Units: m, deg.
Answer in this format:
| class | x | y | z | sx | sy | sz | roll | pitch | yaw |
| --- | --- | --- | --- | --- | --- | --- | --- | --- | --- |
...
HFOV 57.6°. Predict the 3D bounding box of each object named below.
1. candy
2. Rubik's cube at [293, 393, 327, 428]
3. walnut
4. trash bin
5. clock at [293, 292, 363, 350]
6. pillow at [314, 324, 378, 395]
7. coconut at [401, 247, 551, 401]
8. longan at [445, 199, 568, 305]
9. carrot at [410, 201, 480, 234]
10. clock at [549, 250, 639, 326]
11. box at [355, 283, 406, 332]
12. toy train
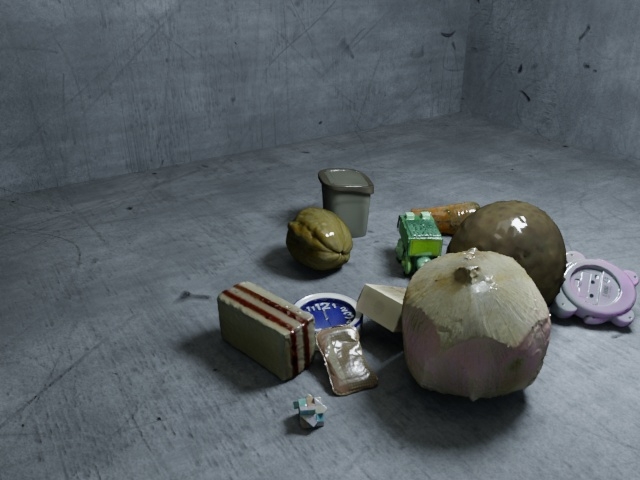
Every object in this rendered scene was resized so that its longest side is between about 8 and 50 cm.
| class | x | y | z | sx | sy | sz | roll | pitch | yaw |
| --- | --- | --- | --- | --- | --- | --- | --- | --- | --- |
| candy | -0.159 | 0.257 | 1.707 | 0.320 | 0.180 | 0.135 | 23 | 36 | 40 |
| Rubik's cube | -0.023 | 0.429 | 1.473 | 0.075 | 0.073 | 0.084 | -13 | 27 | -22 |
| walnut | 0.000 | 0.000 | 2.177 | 0.282 | 0.227 | 0.283 | 30 | 3 | -2 |
| trash bin | 0.104 | -0.154 | 2.449 | 0.219 | 0.250 | 0.220 | -4 | 27 | -9 |
| clock | 0.019 | 0.253 | 1.824 | 0.230 | 0.083 | 0.230 | -2 | 25 | 1 |
| pillow | 0.068 | 0.332 | 1.642 | 0.135 | 0.034 | 0.211 | -12 | 53 | -15 |
| coconut | 0.400 | 0.200 | 1.537 | 0.404 | 0.405 | 0.405 | 0 | 26 | 0 |
| longan | 0.591 | 0.066 | 1.848 | 0.390 | 0.391 | 0.391 | 0 | 26 | 0 |
| carrot | 0.529 | -0.089 | 2.449 | 0.301 | 0.139 | 0.139 | -2 | 25 | 13 |
| clock | 0.883 | 0.162 | 1.876 | 0.247 | 0.090 | 0.228 | 15 | 66 | 13 |
| box | 0.242 | 0.210 | 1.799 | 0.212 | 0.095 | 0.168 | 11 | 14 | -45 |
| toy train | 0.369 | 0.016 | 2.170 | 0.159 | 0.188 | 0.272 | 0 | 24 | -1 |
